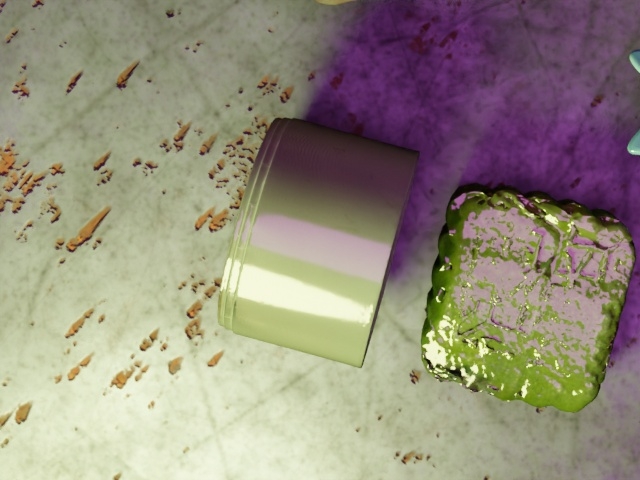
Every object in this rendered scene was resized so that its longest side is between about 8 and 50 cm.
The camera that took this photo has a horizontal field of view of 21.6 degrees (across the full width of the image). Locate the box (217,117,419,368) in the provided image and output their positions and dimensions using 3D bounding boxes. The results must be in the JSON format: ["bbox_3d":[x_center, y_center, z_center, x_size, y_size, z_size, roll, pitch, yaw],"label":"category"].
[{"bbox_3d":[0.000,0.000,1.676,0.149,0.226,0.226,16,100,4],"label":"box"}]

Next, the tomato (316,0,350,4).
[{"bbox_3d":[0.038,-0.374,1.573,0.322,0.321,0.321,1,98,6],"label":"tomato"}]

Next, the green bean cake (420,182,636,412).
[{"bbox_3d":[0.209,0.054,1.719,0.200,0.113,0.214,15,99,7],"label":"green bean cake"}]

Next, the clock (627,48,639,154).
[{"bbox_3d":[0.440,-0.138,1.639,0.274,0.094,0.223,0,67,18],"label":"clock"}]
